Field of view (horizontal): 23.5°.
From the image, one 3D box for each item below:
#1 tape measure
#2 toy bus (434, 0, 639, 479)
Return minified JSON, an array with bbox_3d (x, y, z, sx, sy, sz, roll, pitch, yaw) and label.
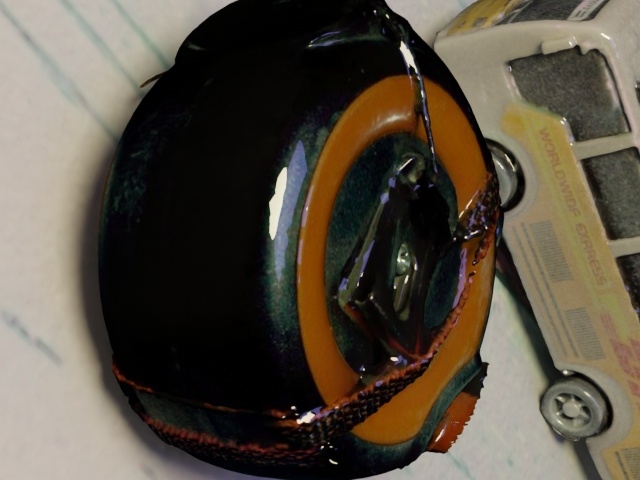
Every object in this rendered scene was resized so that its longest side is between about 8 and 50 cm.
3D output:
[{"bbox_3d":[0.000,0.000,0.689,0.202,0.135,0.223,52,49,-44],"label":"tape measure"},{"bbox_3d":[0.181,0.012,0.923,0.097,0.138,0.343,-42,115,-47],"label":"toy bus"}]
